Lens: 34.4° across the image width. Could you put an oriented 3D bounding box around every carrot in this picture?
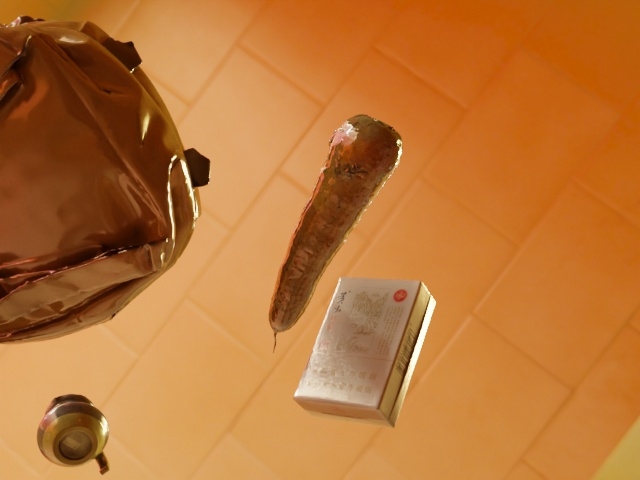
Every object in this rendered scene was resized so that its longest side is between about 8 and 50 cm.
[{"bbox_3d":[0.000,0.000,1.139,0.078,0.298,0.078,24,-163,-8],"label":"carrot"}]

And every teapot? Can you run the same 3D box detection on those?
[{"bbox_3d":[-0.449,0.363,1.919,0.166,0.130,0.119,56,176,-26],"label":"teapot"}]

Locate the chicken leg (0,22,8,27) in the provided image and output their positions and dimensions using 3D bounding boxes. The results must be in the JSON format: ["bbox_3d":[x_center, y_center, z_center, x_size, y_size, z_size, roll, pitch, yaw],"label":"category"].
[{"bbox_3d":[-0.527,-0.287,1.519,0.409,0.182,0.295,52,-174,-31],"label":"chicken leg"}]

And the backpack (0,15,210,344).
[{"bbox_3d":[-0.326,-0.063,1.153,0.354,0.378,0.201,64,-162,-5],"label":"backpack"}]

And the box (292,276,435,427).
[{"bbox_3d":[0.062,0.149,1.413,0.141,0.201,0.058,0,146,33],"label":"box"}]
